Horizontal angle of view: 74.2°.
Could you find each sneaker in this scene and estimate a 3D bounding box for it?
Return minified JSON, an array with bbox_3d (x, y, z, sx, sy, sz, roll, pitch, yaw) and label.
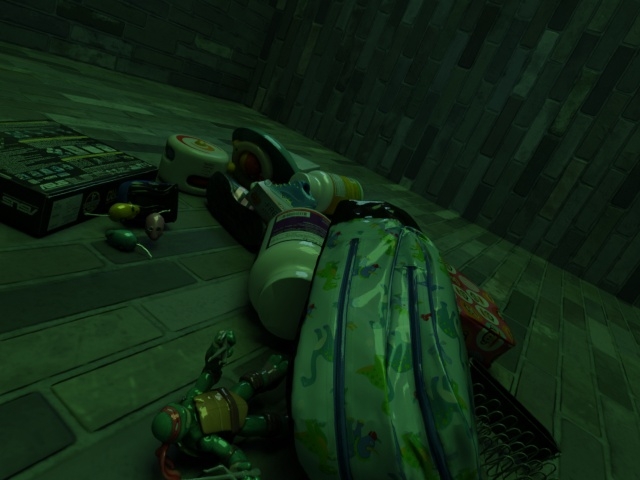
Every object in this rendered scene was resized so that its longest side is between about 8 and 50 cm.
[{"bbox_3d":[-0.095,-0.128,1.211,0.240,0.126,0.091,40,1,29],"label":"sneaker"},{"bbox_3d":[-0.206,-0.080,1.174,0.131,0.112,0.319,12,28,-49],"label":"sneaker"}]

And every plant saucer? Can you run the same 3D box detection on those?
[{"bbox_3d":[-0.174,-0.264,1.451,0.318,0.043,0.317,36,-22,17],"label":"plant saucer"}]

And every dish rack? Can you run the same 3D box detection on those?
[{"bbox_3d":[0.273,0.321,0.617,0.208,0.074,0.271,44,21,2],"label":"dish rack"}]

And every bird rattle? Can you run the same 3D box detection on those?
[{"bbox_3d":[-0.223,-0.221,1.389,0.253,0.206,0.143,28,42,35],"label":"bird rattle"}]

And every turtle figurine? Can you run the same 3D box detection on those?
[{"bbox_3d":[-0.110,0.199,0.502,0.234,0.118,0.175,18,50,-57],"label":"turtle figurine"}]

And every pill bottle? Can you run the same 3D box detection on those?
[{"bbox_3d":[0.015,-0.151,1.364,0.246,0.136,0.136,3,28,-48],"label":"pill bottle"},{"bbox_3d":[-0.045,0.059,0.859,0.182,0.181,0.323,21,20,-8],"label":"pill bottle"}]

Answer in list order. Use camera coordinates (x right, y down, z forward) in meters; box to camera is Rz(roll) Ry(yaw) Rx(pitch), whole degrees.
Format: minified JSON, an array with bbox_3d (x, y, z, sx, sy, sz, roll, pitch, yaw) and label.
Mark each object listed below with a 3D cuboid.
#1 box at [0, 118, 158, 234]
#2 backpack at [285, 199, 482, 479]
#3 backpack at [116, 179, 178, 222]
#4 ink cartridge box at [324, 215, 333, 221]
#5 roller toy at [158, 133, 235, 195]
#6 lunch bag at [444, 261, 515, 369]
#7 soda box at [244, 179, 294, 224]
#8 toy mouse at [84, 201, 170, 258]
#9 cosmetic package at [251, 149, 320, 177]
[{"bbox_3d":[-0.601,-0.161,0.927,0.318,0.097,0.395,25,19,-1],"label":"box"},{"bbox_3d":[0.078,0.153,0.547,0.273,0.290,0.355,5,35,27],"label":"backpack"},{"bbox_3d":[-0.400,-0.086,0.966,0.101,0.097,0.120,2,2,39],"label":"backpack"},{"bbox_3d":[0.000,0.000,1.242,0.330,0.071,0.324,8,25,-42],"label":"ink cartridge box"},{"bbox_3d":[-0.383,-0.237,1.301,0.209,0.146,0.191,25,20,1],"label":"roller toy"},{"bbox_3d":[0.319,0.152,1.046,0.258,0.120,0.293,34,21,-12],"label":"lunch bag"},{"bbox_3d":[-0.100,-0.063,1.051,0.183,0.058,0.063,49,26,3],"label":"soda box"},{"bbox_3d":[-0.372,-0.025,0.861,0.161,0.031,0.143,-16,62,-35],"label":"toy mouse"},{"bbox_3d":[-0.151,-0.280,1.704,0.225,0.138,0.224,28,20,9],"label":"cosmetic package"}]
